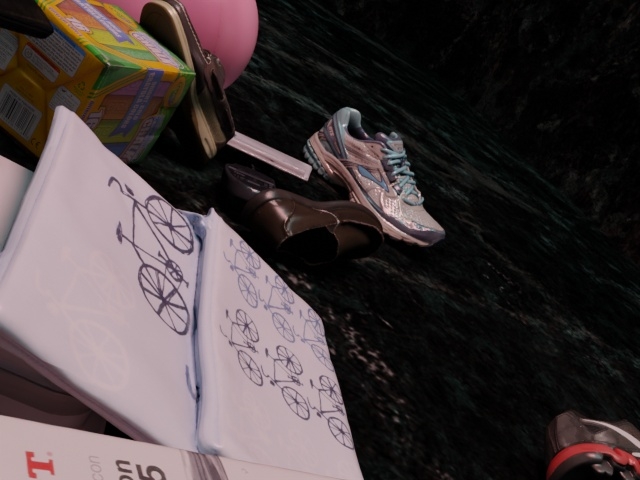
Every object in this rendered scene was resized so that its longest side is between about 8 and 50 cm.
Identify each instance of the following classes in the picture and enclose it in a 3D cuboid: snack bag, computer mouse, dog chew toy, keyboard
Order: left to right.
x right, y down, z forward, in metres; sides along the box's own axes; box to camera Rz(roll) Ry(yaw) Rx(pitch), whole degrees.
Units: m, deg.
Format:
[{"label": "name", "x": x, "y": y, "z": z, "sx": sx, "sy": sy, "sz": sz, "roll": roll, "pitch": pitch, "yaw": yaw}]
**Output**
[{"label": "dog chew toy", "x": -0.249, "y": -0.295, "z": 1.067, "sx": 0.332, "sy": 0.206, "sz": 0.206, "roll": 2, "pitch": 37, "yaw": -36}, {"label": "snack bag", "x": -0.088, "y": 0.058, "z": 0.620, "sx": 0.342, "sy": 0.037, "sz": 0.323, "roll": 45, "pitch": 15, "yaw": -26}, {"label": "keyboard", "x": -0.130, "y": -0.144, "z": 1.125, "sx": 0.256, "sy": 0.014, "sz": 0.072, "roll": 25, "pitch": 13, "yaw": -4}, {"label": "computer mouse", "x": -0.094, "y": -0.079, "z": 1.068, "sx": 0.071, "sy": 0.041, "sz": 0.242, "roll": 22, "pitch": 16, "yaw": -10}]

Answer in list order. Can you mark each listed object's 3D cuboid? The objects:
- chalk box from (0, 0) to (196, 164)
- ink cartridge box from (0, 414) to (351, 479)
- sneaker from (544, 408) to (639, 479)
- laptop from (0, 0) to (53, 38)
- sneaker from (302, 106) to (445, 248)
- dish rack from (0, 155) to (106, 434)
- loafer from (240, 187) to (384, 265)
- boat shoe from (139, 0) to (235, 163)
[{"label": "chalk box", "x": -0.234, "y": -0.167, "z": 0.879, "sx": 0.132, "sy": 0.132, "sz": 0.213, "roll": 40, "pitch": 20, "yaw": 11}, {"label": "ink cartridge box", "x": -0.039, "y": 0.209, "z": 0.362, "sx": 0.283, "sy": 0.117, "sz": 0.207, "roll": 22, "pitch": 24, "yaw": -35}, {"label": "sneaker", "x": 0.353, "y": 0.269, "z": 0.904, "sx": 0.276, "sy": 0.097, "sz": 0.135, "roll": 29, "pitch": 23, "yaw": -15}, {"label": "laptop", "x": -0.443, "y": -0.223, "z": 0.472, "sx": 0.382, "sy": 0.236, "sz": 0.408, "roll": 52, "pitch": 12, "yaw": 3}, {"label": "sneaker", "x": 0.095, "y": -0.102, "z": 1.290, "sx": 0.283, "sy": 0.122, "sz": 0.110, "roll": 44, "pitch": 21, "yaw": 21}, {"label": "dish rack", "x": -0.273, "y": -0.014, "z": 0.563, "sx": 0.333, "sy": 0.072, "sz": 0.285, "roll": 30, "pitch": 20, "yaw": -20}, {"label": "loafer", "x": 0.000, "y": 0.000, "z": 0.989, "sx": 0.220, "sy": 0.080, "sz": 0.078, "roll": 7, "pitch": 43, "yaw": -44}, {"label": "boat shoe", "x": -0.151, "y": -0.195, "z": 0.984, "sx": 0.080, "sy": 0.223, "sz": 0.073, "roll": 29, "pitch": 57, "yaw": 32}]
